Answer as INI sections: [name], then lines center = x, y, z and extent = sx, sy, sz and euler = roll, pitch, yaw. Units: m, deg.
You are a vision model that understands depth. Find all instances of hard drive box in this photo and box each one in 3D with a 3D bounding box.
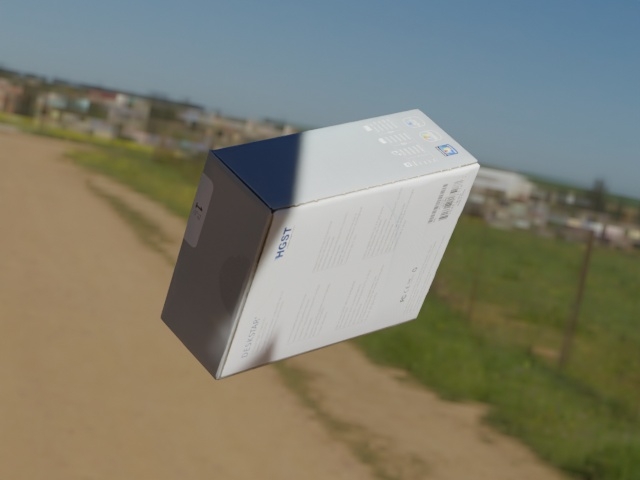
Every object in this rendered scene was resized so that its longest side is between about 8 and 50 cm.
[hard drive box]
center = 0.000, 0.000, 1.497
extent = 0.232, 0.181, 0.089
euler = -14, 46, -40
